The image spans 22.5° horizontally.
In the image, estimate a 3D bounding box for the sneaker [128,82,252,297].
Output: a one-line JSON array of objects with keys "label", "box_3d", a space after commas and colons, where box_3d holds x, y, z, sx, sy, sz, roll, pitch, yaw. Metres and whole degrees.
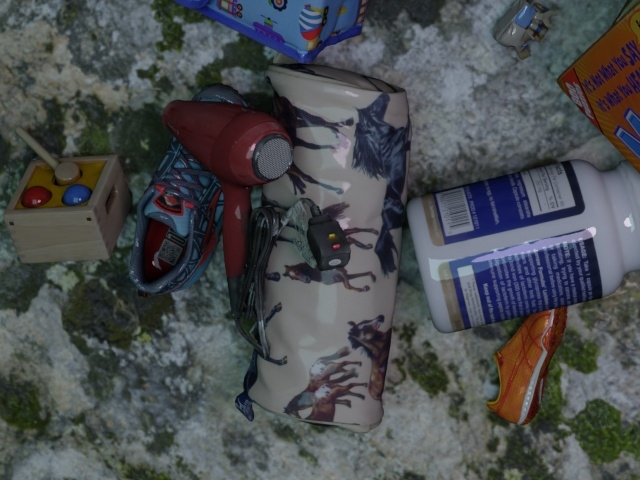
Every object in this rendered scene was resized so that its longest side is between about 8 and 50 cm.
[{"label": "sneaker", "box_3d": [-0.146, -0.049, 1.815, 0.104, 0.125, 0.261, 21, 105, 8]}]

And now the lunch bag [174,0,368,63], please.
[{"label": "lunch bag", "box_3d": [-0.086, -0.358, 1.741, 0.293, 0.138, 0.221, 25, 122, 20]}]

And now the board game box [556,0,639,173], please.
[{"label": "board game box", "box_3d": [0.495, -0.166, 1.464, 0.356, 0.356, 0.356, -42, 88, -6]}]

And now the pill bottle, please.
[{"label": "pill bottle", "box_3d": [0.234, -0.001, 1.709, 0.265, 0.153, 0.153, -13, 97, 5]}]

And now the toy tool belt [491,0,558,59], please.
[{"label": "toy tool belt", "box_3d": [0.229, -0.238, 1.736, 0.051, 0.052, 0.083, 29, 112, -26]}]

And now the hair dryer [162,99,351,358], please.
[{"label": "hair dryer", "box_3d": [-0.095, -0.038, 1.694, 0.223, 0.080, 0.293, -47, 59, 42]}]

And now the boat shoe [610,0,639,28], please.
[{"label": "boat shoe", "box_3d": [0.345, -0.238, 1.698, 0.049, 0.056, 0.152, 33, 106, 11]}]

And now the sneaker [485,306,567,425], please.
[{"label": "sneaker", "box_3d": [0.229, 0.121, 1.792, 0.067, 0.064, 0.175, 23, 101, 21]}]

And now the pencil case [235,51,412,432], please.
[{"label": "pencil case", "box_3d": [0.000, 0.000, 1.771, 0.184, 0.160, 0.410, 14, 104, 37]}]

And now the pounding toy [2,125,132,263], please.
[{"label": "pounding toy", "box_3d": [-0.299, -0.057, 1.856, 0.130, 0.141, 0.100, -3, 128, 14]}]
